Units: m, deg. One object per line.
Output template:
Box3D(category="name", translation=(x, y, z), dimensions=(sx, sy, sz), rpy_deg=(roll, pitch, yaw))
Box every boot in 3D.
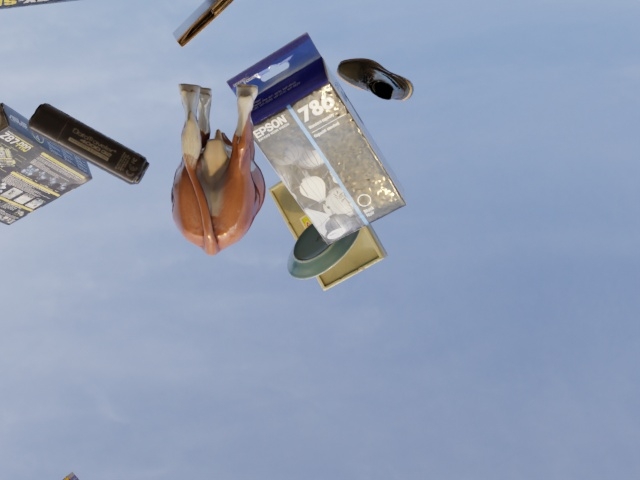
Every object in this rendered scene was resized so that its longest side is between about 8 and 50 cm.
Box3D(category="boot", translation=(0.111, -0.382, 1.547), dimensions=(0.198, 0.076, 0.137), rpy_deg=(20, -158, 19))

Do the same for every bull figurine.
Box3D(category="bull figurine", translation=(-0.116, -0.079, 0.747), dimensions=(0.101, 0.188, 0.310), rpy_deg=(0, -169, -11))

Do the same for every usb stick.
Box3D(category="usb stick", translation=(-0.532, -0.220, 1.507), dimensions=(0.278, 0.045, 0.077), rpy_deg=(29, -102, -10))

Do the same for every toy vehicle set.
Box3D(category="toy vehicle set", translation=(0.015, -0.041, 1.462), dimensions=(0.166, 0.035, 0.266), rpy_deg=(-29, -92, 24))

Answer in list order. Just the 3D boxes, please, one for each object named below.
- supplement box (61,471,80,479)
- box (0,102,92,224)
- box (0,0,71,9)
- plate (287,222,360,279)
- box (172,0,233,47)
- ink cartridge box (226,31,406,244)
Box3D(category="supplement box", translation=(-0.456, 0.478, 1.204), dimensions=(0.055, 0.043, 0.083), rpy_deg=(-42, -92, -11))
Box3D(category="box", translation=(-0.891, -0.198, 1.849), dimensions=(0.319, 0.395, 0.097), rpy_deg=(-27, -109, 6))
Box3D(category="box", translation=(-0.343, -0.334, 0.741), dimensions=(0.322, 0.079, 0.257), rpy_deg=(-18, -168, -26))
Box3D(category="plate", translation=(0.000, 0.000, 1.347), dimensions=(0.188, 0.024, 0.188), rpy_deg=(-31, -150, 21))
Box3D(category="box", translation=(-0.214, -0.435, 1.243), dimensions=(0.164, 0.021, 0.201), rpy_deg=(-43, -154, 4))
Box3D(category="ink cartridge box", translation=(-0.004, -0.159, 1.100), dimensions=(0.166, 0.332, 0.065), rpy_deg=(-28, -154, 18))
